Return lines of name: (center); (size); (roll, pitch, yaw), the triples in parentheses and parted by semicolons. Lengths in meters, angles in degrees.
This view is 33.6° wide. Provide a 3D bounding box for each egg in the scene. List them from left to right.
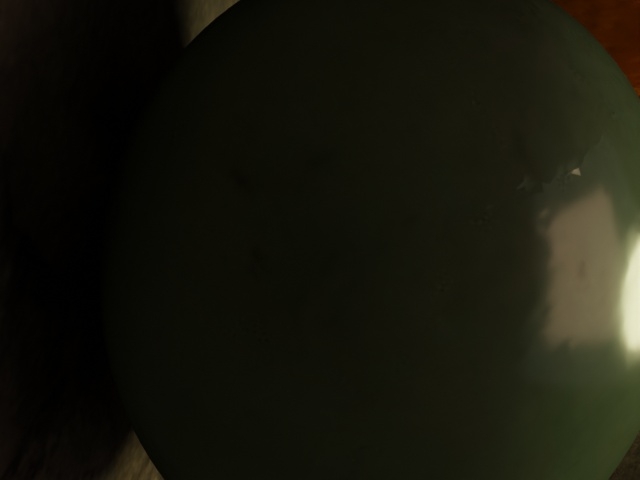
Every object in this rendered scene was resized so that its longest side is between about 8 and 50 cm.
egg: (0.031, 0.030, 0.535); (0.389, 0.276, 0.276); (85, 22, -60)

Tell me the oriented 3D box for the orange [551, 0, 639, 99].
orange: (0.170, -0.273, 0.601); (0.424, 0.326, 0.423); (36, 39, -37)
